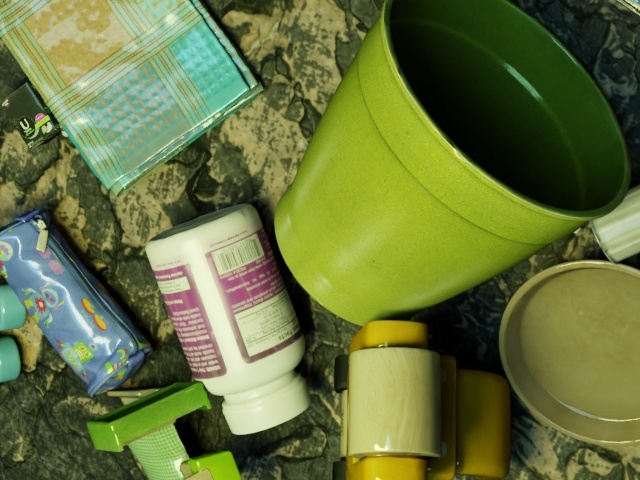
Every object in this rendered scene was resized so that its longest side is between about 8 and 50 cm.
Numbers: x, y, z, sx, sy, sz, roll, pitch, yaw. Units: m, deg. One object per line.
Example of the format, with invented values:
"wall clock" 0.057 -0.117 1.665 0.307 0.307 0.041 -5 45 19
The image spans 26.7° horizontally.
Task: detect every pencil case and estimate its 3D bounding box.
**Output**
"pencil case" -0.381 0.087 2.040 0.306 0.119 0.133 53 139 0

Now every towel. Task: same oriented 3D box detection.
"towel" -0.293 -0.282 1.903 0.271 0.040 0.370 -36 90 9

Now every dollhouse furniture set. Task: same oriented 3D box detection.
"dollhouse furniture set" -0.259 0.324 1.967 0.301 0.151 0.198 -11 101 60

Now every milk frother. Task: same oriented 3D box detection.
"milk frother" 0.427 -0.011 1.674 0.134 0.129 0.143 -26 89 25

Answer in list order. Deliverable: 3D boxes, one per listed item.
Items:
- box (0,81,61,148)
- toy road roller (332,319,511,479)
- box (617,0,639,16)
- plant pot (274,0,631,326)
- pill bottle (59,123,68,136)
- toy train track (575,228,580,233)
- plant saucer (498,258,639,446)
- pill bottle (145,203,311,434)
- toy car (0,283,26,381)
"box" -0.423 -0.190 2.016 0.062 0.052 0.083 -31 91 25
"toy road roller" 0.145 0.232 1.769 0.240 0.329 0.203 2 75 -5
"box" 0.469 -0.326 1.611 0.184 0.045 0.191 39 116 11
"plant pot" 0.130 -0.077 1.683 0.366 0.366 0.353 47 129 4
"pill bottle" -0.360 -0.215 1.975 0.065 0.065 0.116 -8 102 24
"toy train track" 0.306 -0.036 1.780 0.083 0.014 0.048 37 115 9
"plant saucer" 0.372 0.144 1.769 0.277 0.041 0.278 11 120 20
"pill bottle" -0.121 0.113 1.915 0.169 0.169 0.302 -16 98 26
"toy car" -0.611 0.110 2.133 0.238 0.219 0.210 50 138 43
